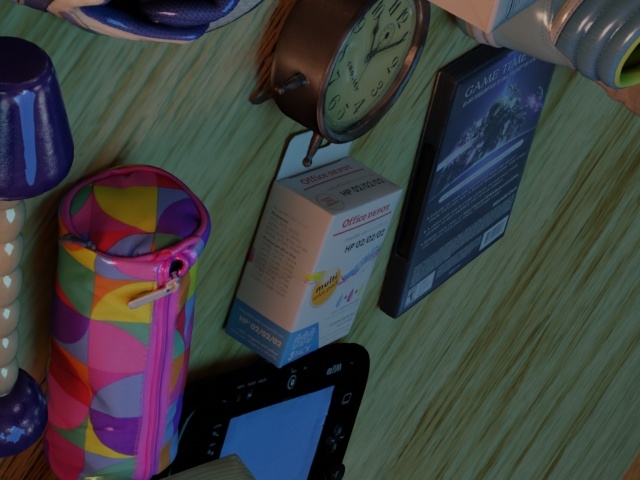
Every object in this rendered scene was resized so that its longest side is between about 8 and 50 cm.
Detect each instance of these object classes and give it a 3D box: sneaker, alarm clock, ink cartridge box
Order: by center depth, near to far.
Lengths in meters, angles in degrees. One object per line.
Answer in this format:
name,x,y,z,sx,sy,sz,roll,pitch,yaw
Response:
sneaker,-0.085,-0.143,0.879,0.296,0.131,0.112,-7,124,-62
alarm clock,0.031,-0.152,1.174,0.192,0.064,0.129,-48,155,-15
ink cartridge box,0.000,0.000,1.303,0.104,0.061,0.181,-23,139,-53
sneaker,0.277,-0.257,1.343,0.319,0.208,0.127,-55,155,-6

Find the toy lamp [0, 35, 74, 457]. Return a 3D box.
toy lamp,-0.185,0.007,0.940,0.080,0.080,0.275,-35,150,-42

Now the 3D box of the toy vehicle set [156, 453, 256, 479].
toy vehicle set,-0.177,0.259,1.198,0.267,0.035,0.166,-45,163,26

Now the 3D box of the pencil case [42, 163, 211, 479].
pencil case,-0.131,0.063,1.083,0.104,0.104,0.236,-36,149,-40

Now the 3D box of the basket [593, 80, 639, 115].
basket,0.382,-0.192,1.523,0.201,0.289,0.255,-24,137,-60

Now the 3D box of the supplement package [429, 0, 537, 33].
supplement package,0.095,-0.261,1.000,0.203,0.194,0.149,-36,149,-40

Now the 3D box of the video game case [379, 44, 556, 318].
video game case,0.144,-0.074,1.540,0.196,0.026,0.274,-34,146,-43

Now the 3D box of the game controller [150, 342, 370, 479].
game controller,-0.054,0.177,1.413,0.319,0.067,0.166,-10,128,-60
